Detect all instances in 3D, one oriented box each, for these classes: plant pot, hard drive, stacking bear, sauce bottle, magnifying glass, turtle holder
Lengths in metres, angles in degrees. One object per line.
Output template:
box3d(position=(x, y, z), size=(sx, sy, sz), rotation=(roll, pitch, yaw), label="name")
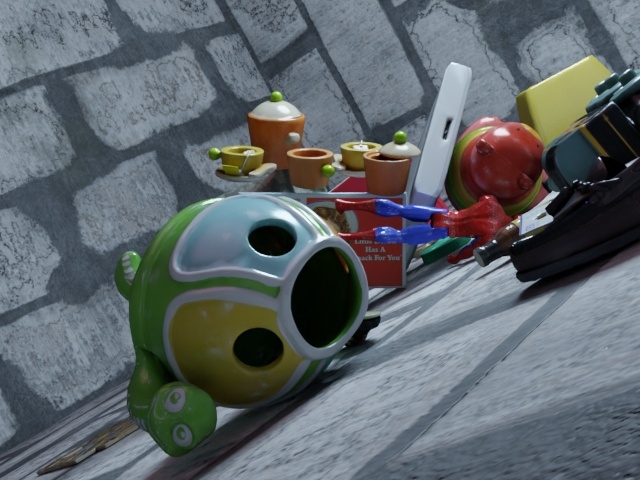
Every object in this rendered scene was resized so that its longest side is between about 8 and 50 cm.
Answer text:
box3d(position=(0.489, -0.235, 2.145), size=(0.212, 0.187, 0.212), rotation=(-28, 1, 3), label="plant pot")
box3d(position=(0.176, -0.109, 1.868), size=(0.353, 0.047, 0.233), rotation=(103, -177, -69), label="hard drive")
box3d(position=(0.280, -0.112, 1.748), size=(0.164, 0.175, 0.289), rotation=(-43, -4, 0), label="stacking bear")
box3d(position=(0.251, -0.008, 1.402), size=(0.128, 0.042, 0.042), rotation=(-27, 1, -9), label="sauce bottle")
box3d(position=(0.235, -0.002, 2.000), size=(0.092, 0.026, 0.231), rotation=(-28, 0, 19), label="magnifying glass")
box3d(position=(-0.094, 0.075, 1.245), size=(0.227, 0.243, 0.320), rotation=(-4, 9, 44), label="turtle holder")

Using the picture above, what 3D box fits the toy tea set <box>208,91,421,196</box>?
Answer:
box3d(position=(0.000, -0.159, 1.772), size=(0.336, 0.124, 0.200), rotation=(6, 18, 16), label="toy tea set")

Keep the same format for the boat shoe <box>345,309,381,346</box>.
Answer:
box3d(position=(0.043, 0.109, 1.369), size=(0.049, 0.042, 0.133), rotation=(-7, -7, -20), label="boat shoe")

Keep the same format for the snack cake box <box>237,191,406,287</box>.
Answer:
box3d(position=(0.000, 0.000, 1.755), size=(0.264, 0.152, 0.089), rotation=(0, -1, -5), label="snack cake box")

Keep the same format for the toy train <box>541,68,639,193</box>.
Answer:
box3d(position=(0.388, -0.131, 1.504), size=(0.190, 0.142, 0.334), rotation=(-38, 0, 5), label="toy train")

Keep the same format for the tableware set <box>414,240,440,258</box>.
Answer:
box3d(position=(0.217, 0.006, 2.189), size=(0.141, 0.020, 0.169), rotation=(-29, 2, -19), label="tableware set")

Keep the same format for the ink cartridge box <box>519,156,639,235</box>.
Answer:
box3d(position=(0.326, -0.048, 1.264), size=(0.208, 0.045, 0.206), rotation=(-27, 2, 13), label="ink cartridge box")

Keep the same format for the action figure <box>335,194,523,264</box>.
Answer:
box3d(position=(0.170, -0.015, 1.659), size=(0.280, 0.091, 0.139), rotation=(-1, -16, 11), label="action figure")

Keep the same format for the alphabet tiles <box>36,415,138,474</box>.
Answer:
box3d(position=(-0.357, 0.331, 1.883), size=(0.198, 0.009, 0.237), rotation=(-29, 2, -36), label="alphabet tiles")

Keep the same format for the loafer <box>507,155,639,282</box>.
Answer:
box3d(position=(0.303, -0.059, 1.052), size=(0.302, 0.095, 0.109), rotation=(-28, 1, 27), label="loafer")

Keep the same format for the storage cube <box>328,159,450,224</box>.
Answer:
box3d(position=(0.132, -0.062, 2.320), size=(0.215, 0.193, 0.184), rotation=(-38, -3, 24), label="storage cube")

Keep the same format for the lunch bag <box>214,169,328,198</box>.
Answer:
box3d(position=(-0.086, 0.050, 1.927), size=(0.235, 0.287, 0.169), rotation=(-24, -27, 21), label="lunch bag")
